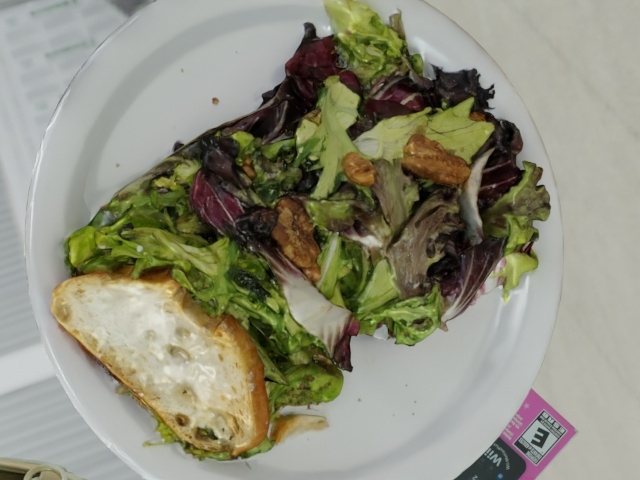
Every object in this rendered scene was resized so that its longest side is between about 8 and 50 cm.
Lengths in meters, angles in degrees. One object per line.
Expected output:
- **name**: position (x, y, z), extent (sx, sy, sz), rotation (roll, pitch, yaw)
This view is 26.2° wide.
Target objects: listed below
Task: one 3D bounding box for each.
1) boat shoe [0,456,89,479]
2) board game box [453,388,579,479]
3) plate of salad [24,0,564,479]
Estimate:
- **boat shoe**: position (-0.231, 0.201, 0.957), extent (0.089, 0.285, 0.105), rotation (70, -150, -58)
- **board game box**: position (0.029, 0.197, 1.148), extent (0.224, 0.303, 0.097), rotation (42, 177, 6)
- **plate of salad**: position (0.000, 0.000, 0.476), extent (0.200, 0.199, 0.048), rotation (71, 161, -1)
